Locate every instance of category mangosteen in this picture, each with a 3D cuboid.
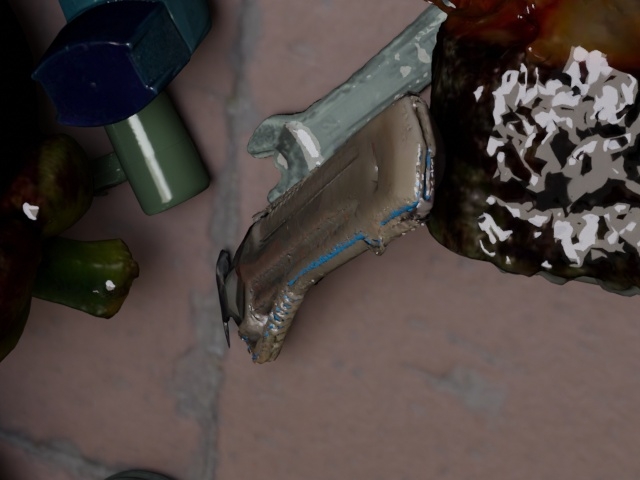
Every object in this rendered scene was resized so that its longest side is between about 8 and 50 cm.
[{"bbox_3d":[-0.289,-0.041,1.120,0.313,0.297,0.297,53,124,26],"label":"mangosteen"}]

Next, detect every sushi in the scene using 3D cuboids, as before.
[{"bbox_3d":[0.199,-0.058,0.972,0.343,0.196,0.182,13,98,9],"label":"sushi"}]

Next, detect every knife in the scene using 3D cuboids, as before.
[{"bbox_3d":[0.006,-0.001,1.050,0.365,0.043,0.089,141,118,-69],"label":"knife"}]

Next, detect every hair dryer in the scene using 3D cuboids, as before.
[{"bbox_3d":[-0.140,-0.043,1.216,0.150,0.047,0.071,-19,98,40],"label":"hair dryer"}]

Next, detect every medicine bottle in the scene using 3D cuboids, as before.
[{"bbox_3d":[-0.138,-0.201,1.103,0.079,0.124,0.258,-13,101,31],"label":"medicine bottle"}]

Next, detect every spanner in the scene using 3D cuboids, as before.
[{"bbox_3d":[0.065,-0.115,1.101,0.302,0.017,0.071,-37,91,30],"label":"spanner"}]

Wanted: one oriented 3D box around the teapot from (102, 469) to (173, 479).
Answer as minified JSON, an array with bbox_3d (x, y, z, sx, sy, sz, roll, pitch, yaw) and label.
[{"bbox_3d":[-0.119,0.234,1.264,0.149,0.108,0.111,43,122,5],"label":"teapot"}]
